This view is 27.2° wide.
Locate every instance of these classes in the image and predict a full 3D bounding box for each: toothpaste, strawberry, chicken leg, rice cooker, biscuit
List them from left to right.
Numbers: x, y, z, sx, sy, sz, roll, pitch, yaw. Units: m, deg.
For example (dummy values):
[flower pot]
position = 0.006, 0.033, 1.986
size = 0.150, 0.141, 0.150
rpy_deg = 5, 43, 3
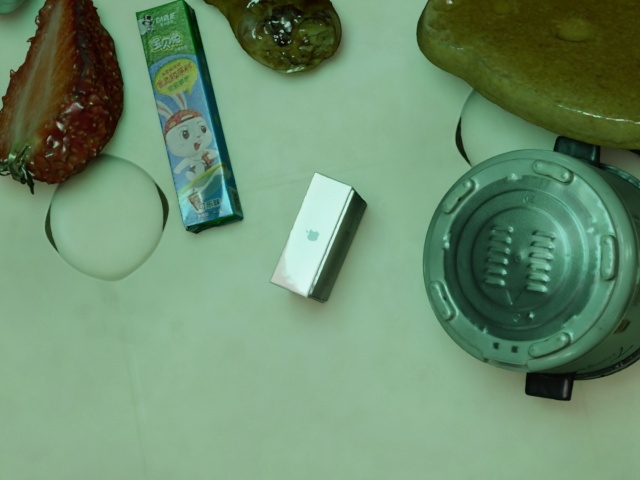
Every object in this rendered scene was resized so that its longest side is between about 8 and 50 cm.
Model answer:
[strawberry]
position = -0.289, -0.164, 1.549
size = 0.175, 0.106, 0.236
rpy_deg = 27, 88, 47
[toothpaste]
position = -0.154, -0.144, 1.546
size = 0.065, 0.050, 0.267
rpy_deg = -15, 82, 9
[chicken leg]
position = -0.088, -0.277, 1.536
size = 0.251, 0.107, 0.087
rpy_deg = 32, 133, 17
[rice cooker]
position = 0.243, 0.026, 1.384
size = 0.241, 0.227, 0.281
rpy_deg = 4, 87, 30
[biscuit]
position = 0.290, -0.230, 1.438
size = 0.343, 0.057, 0.287
rpy_deg = 28, 60, 24

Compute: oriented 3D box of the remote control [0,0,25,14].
[remote control]
position = -0.472, -0.361, 1.548
size = 0.296, 0.056, 0.140
rpy_deg = 22, 43, -9

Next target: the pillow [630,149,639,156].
[pillow]
position = 0.377, -0.157, 1.470
size = 0.090, 0.048, 0.150
rpy_deg = 30, 87, 12

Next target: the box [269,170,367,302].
[box]
position = 0.000, 0.000, 1.468
size = 0.051, 0.130, 0.129
rpy_deg = 23, 88, 10
